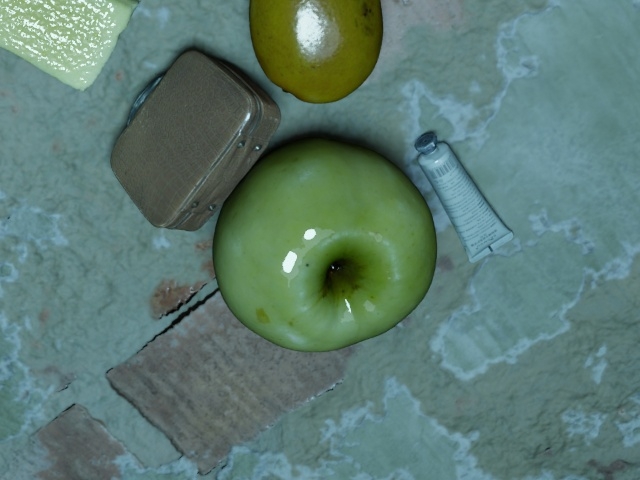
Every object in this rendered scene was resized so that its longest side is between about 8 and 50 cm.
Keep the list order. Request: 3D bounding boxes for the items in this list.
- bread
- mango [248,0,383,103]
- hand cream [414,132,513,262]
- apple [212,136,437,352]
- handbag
[{"bbox_3d":[-0.311,-0.260,1.414,0.188,0.068,0.125,27,109,-21],"label":"bread"},{"bbox_3d":[-0.007,-0.264,1.432,0.152,0.120,0.221,-9,110,-8],"label":"mango"},{"bbox_3d":[0.176,-0.055,1.608,0.067,0.042,0.194,-35,121,0],"label":"hand cream"},{"bbox_3d":[0.000,0.000,1.487,0.262,0.262,0.262,-3,116,-7],"label":"apple"},{"bbox_3d":[-0.149,-0.119,1.471,0.193,0.151,0.072,-50,153,19],"label":"handbag"}]
